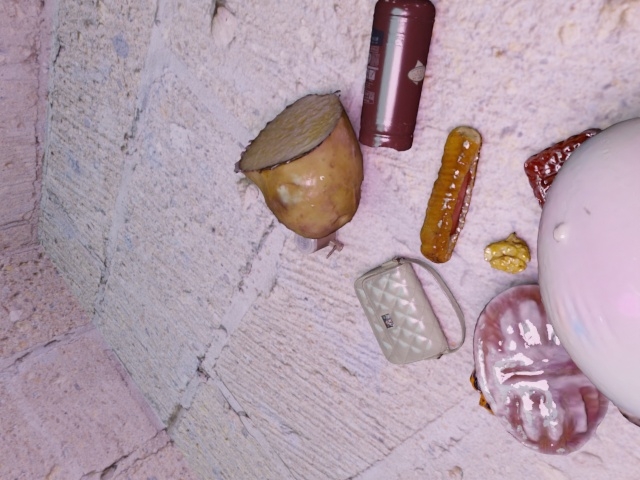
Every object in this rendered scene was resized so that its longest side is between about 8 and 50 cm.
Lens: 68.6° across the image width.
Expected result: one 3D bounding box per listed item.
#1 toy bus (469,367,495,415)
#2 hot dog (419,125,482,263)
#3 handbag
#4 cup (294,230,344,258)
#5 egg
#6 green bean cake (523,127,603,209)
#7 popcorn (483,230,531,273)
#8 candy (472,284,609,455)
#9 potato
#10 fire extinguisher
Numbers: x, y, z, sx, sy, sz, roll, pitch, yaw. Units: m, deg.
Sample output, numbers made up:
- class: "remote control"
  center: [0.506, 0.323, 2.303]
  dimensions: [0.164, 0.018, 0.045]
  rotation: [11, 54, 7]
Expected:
- class: "toy bus"
  center: [0.399, 0.335, 0.972]
  dimensions: [0.194, 0.083, 0.088]
  rotation: [36, 137, 23]
- class: "hot dog"
  center: [0.255, -0.083, 0.941]
  dimensions: [0.083, 0.068, 0.289]
  rotation: [30, 126, 37]
- class: "handbag"
  center: [0.209, 0.160, 1.076]
  dimensions: [0.219, 0.079, 0.256]
  rotation: [-25, 92, 40]
- class: "cup"
  center: [-0.005, 0.002, 1.179]
  dimensions: [0.074, 0.099, 0.102]
  rotation: [-35, 83, 44]
- class: "egg"
  center: [0.444, 0.005, 0.600]
  dimensions: [0.354, 0.354, 0.340]
  rotation: [-32, 90, 44]
- class: "green bean cake"
  center: [0.428, -0.103, 0.788]
  dimensions: [0.135, 0.056, 0.135]
  rotation: [-27, 88, 43]
- class: "popcorn"
  center: [0.363, 0.033, 0.897]
  dimensions: [0.084, 0.084, 0.084]
  rotation: [17, 118, 36]
- class: "candy"
  center: [0.391, 0.225, 0.855]
  dimensions: [0.214, 0.157, 0.289]
  rotation: [-10, 81, 14]
- class: "potato"
  center: [-0.010, -0.146, 1.043]
  dimensions: [0.301, 0.288, 0.237]
  rotation: [7, 144, 49]
- class: "fire extinguisher"
  center: [0.146, -0.343, 0.885]
  dimensions: [0.114, 0.135, 0.337]
  rotation: [6, 115, 1]
